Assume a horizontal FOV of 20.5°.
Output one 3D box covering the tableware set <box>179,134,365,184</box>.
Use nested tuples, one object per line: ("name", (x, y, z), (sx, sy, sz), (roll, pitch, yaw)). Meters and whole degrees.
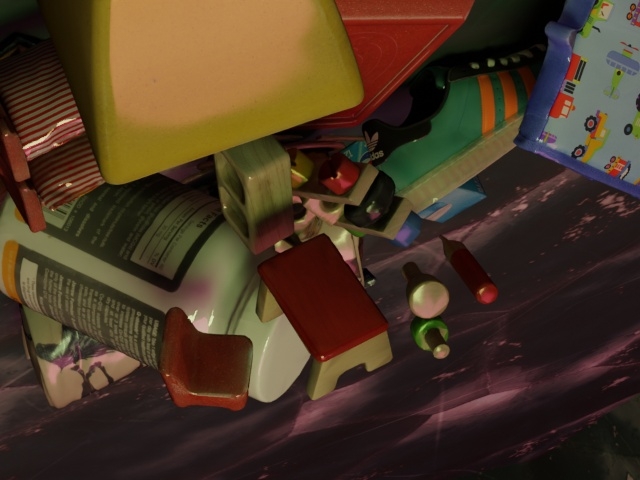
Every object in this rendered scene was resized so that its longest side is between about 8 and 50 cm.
("tableware set", (-0.053, -0.082, 1.855), (0.128, 0.039, 0.194), (-9, 175, 44))

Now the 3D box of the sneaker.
("sneaker", (0.175, -0.154, 1.889), (0.302, 0.121, 0.108), (-37, -176, -24))

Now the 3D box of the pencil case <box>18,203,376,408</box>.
("pencil case", (-0.149, 0.049, 1.985), (0.410, 0.160, 0.183), (-21, 174, -3))

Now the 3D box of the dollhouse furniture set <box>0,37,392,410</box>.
("dollhouse furniture set", (-0.121, -0.032, 1.423), (0.201, 0.374, 0.152), (-27, 150, -14))

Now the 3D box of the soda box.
("soda box", (0.110, -0.075, 2.076), (0.071, 0.067, 0.210), (-31, 158, 25))

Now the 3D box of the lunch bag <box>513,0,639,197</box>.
("lunch bag", (0.310, -0.168, 1.807), (0.293, 0.138, 0.221), (17, 97, -54))

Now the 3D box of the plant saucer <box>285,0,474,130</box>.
("plant saucer", (0.004, -0.176, 1.723), (0.259, 0.048, 0.258), (-7, 156, -38))

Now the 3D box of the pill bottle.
("pill bottle", (-0.140, 0.029, 1.574), (0.162, 0.278, 0.162), (-54, 159, -32))

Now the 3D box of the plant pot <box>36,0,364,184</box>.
("plant pot", (-0.102, -0.204, 1.318), (0.212, 0.212, 0.187), (-19, 148, -9))

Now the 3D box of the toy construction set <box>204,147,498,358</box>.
("toy construction set", (0.000, 0.000, 1.792), (0.308, 0.237, 0.257), (10, 110, -17))

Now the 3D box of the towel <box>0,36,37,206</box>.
("towel", (-0.312, -0.055, 1.681), (0.370, 0.040, 0.271), (-34, 151, 27))
